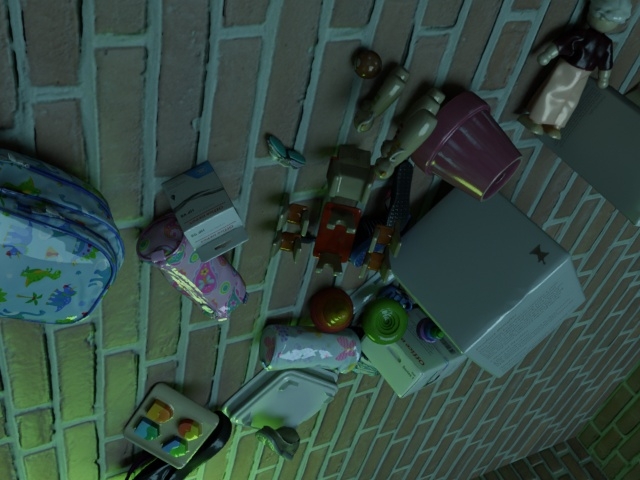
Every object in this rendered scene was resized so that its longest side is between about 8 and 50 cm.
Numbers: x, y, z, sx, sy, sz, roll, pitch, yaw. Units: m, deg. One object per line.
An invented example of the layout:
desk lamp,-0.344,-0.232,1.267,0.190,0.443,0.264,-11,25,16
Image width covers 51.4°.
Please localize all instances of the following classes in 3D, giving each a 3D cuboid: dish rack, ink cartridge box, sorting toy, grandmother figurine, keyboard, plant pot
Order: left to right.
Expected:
sorting toy,-0.396,0.493,1.747,0.193,0.038,0.208,33,112,-8
ink cartridge box,-0.216,-0.056,1.245,0.104,0.180,0.060,-29,142,-6
dish rack,-0.105,0.486,2.003,0.285,0.072,0.333,-43,142,11
keyboard,0.162,0.112,1.832,0.256,0.014,0.072,-42,136,11
sorting toy,0.160,0.209,1.722,0.365,0.126,0.127,13,87,-11
ink cartridge box,0.273,0.313,1.922,0.278,0.201,0.117,-7,139,-50
plant pot,0.325,-0.189,1.433,0.201,0.180,0.201,-39,161,-16
grandmother figurine,0.574,-0.401,1.497,0.207,0.104,0.342,2,128,-33

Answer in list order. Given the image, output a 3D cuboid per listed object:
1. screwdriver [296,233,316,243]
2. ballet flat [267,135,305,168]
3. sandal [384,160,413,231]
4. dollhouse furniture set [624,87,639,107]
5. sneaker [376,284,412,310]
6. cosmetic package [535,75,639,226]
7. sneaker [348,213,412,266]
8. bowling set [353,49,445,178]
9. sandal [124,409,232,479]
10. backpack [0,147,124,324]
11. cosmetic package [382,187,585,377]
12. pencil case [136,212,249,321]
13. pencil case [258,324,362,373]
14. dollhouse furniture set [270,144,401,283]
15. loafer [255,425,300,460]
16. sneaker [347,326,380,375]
screwdriver,0.000,0.000,1.594,0.025,0.024,0.170,-22,161,38
ballet flat,-0.077,-0.171,1.336,0.041,0.041,0.114,-46,140,16
sandal,0.178,-0.098,1.560,0.067,0.040,0.179,5,98,-42
dollhouse furniture set,0.944,-0.354,1.831,0.197,0.151,0.301,-25,165,24
sneaker,0.212,0.166,1.879,0.144,0.059,0.053,14,125,-49
cosmetic package,0.714,-0.212,1.576,0.155,0.365,0.197,6,129,-39
sneaker,0.126,-0.023,1.614,0.232,0.090,0.081,-31,147,-38
bowling set,0.122,-0.261,1.307,0.154,0.200,0.287,-49,-178,26
sandal,-0.446,0.630,1.880,0.446,0.167,0.107,-43,116,1
backpack,-0.501,-0.003,1.079,0.290,0.273,0.355,-54,150,15
cosmetic package,0.425,0.101,1.698,0.329,0.327,0.393,-43,148,5
pencil case,-0.261,0.063,1.391,0.124,0.124,0.284,-33,141,0
pencil case,-0.028,0.289,1.775,0.273,0.113,0.124,8,109,-28
dollhouse furniture set,0.046,-0.057,1.435,0.262,0.135,0.259,13,125,-4
loafer,-0.120,0.588,1.989,0.087,0.094,0.251,-53,156,-15
sneaker,0.121,0.353,1.990,0.122,0.110,0.283,-33,139,22
